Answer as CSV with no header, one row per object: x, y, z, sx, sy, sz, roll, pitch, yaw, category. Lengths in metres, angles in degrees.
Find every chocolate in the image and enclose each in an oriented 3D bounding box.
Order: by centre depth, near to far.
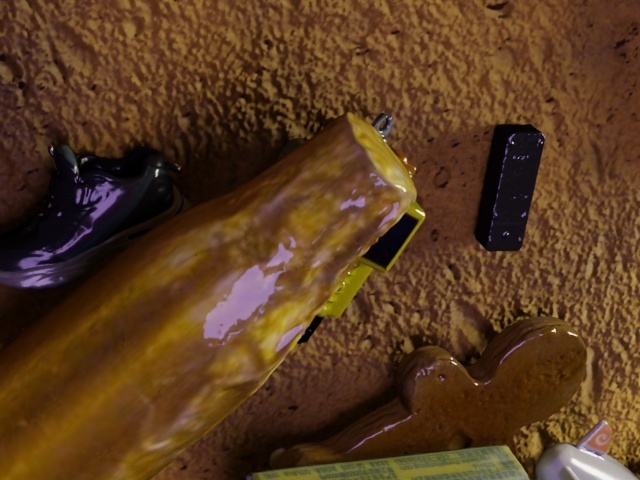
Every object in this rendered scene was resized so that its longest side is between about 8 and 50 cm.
-0.112,0.081,1.173,0.445,0.162,0.162,-39,126,19,chocolate

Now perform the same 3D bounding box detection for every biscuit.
0.107,0.169,1.445,0.301,0.049,0.197,-35,133,0,biscuit

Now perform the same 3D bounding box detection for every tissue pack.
0.047,0.279,1.407,0.257,0.081,0.185,-2,122,-26,tissue pack

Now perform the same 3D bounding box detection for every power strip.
0.159,-0.044,1.360,0.038,0.029,0.111,0,115,-22,power strip

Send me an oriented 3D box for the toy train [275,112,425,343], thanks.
0.000,0.000,1.261,0.089,0.127,0.219,29,103,-31,toy train

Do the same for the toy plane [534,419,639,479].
0.279,0.271,1.530,0.245,0.117,0.244,-10,119,-18,toy plane

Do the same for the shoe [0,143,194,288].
-0.182,-0.030,1.208,0.169,0.071,0.099,-20,120,-16,shoe
